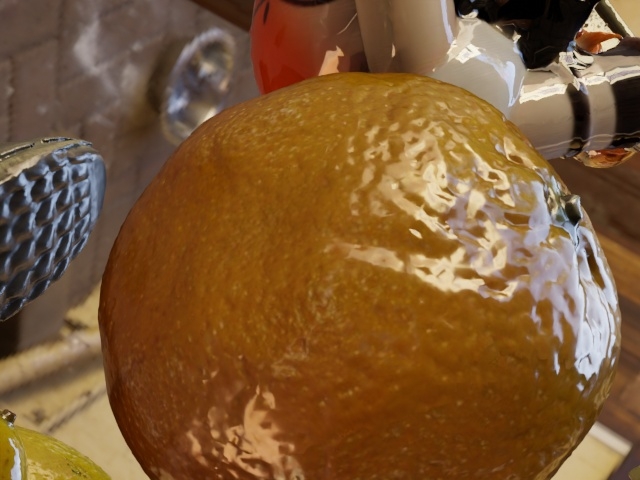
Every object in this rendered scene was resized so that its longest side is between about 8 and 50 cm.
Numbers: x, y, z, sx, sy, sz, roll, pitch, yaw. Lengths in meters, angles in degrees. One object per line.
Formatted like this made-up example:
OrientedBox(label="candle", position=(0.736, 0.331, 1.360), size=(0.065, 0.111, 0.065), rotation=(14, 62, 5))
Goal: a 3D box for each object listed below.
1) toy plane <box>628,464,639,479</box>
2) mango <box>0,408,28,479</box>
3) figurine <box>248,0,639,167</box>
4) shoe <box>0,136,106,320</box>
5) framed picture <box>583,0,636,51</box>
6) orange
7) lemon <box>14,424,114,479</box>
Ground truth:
OrientedBox(label="toy plane", position=(0.222, 0.129, 0.588), size=(0.242, 0.104, 0.256), rotation=(-42, -155, 9))
OrientedBox(label="mango", position=(-0.223, 0.157, 0.715), size=(0.076, 0.103, 0.161), rotation=(105, 9, -72))
OrientedBox(label="figurine", position=(0.065, -0.126, 0.873), size=(0.196, 0.320, 0.323), rotation=(-56, -167, -4))
OrientedBox(label="shoe", position=(-0.330, -0.009, 0.977), size=(0.336, 0.171, 0.132), rotation=(-27, 138, -33))
OrientedBox(label="framed picture", position=(0.135, -0.145, 1.106), size=(0.265, 0.192, 0.018), rotation=(-30, 169, -13))
OrientedBox(label="orange", position=(0.019, 0.040, 0.651), size=(0.264, 0.264, 0.264), rotation=(-47, 157, -28))
OrientedBox(label="lemon", position=(-0.234, 0.256, 0.964), size=(0.263, 0.236, 0.236), rotation=(20, 103, -35))
